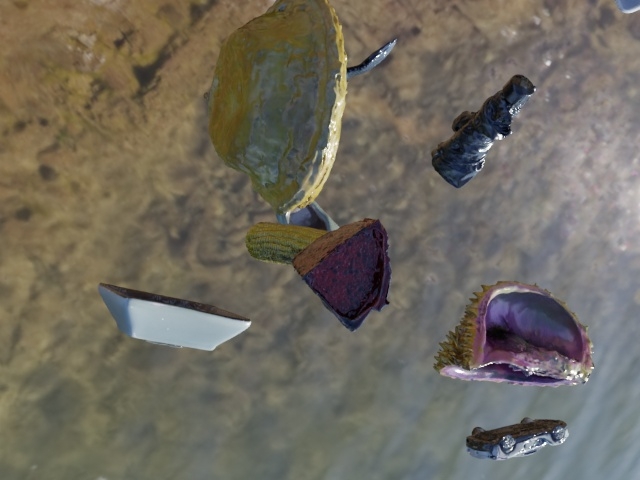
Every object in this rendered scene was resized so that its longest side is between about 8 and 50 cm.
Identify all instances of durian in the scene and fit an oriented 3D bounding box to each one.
[{"bbox_3d":[0.294,0.146,1.229,0.261,0.154,0.186,26,74,-26],"label":"durian"}]

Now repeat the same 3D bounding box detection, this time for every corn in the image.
[{"bbox_3d":[-0.048,0.008,1.367,0.072,0.203,0.071,-8,101,-48],"label":"corn"}]

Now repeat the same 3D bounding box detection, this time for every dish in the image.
[{"bbox_3d":[-0.272,0.145,1.444,0.243,0.182,0.080,14,87,-30],"label":"dish"}]

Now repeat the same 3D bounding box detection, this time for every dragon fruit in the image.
[{"bbox_3d":[0.049,0.040,1.224,0.161,0.127,0.120,-40,110,7],"label":"dragon fruit"}]

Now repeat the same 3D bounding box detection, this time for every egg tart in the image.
[{"bbox_3d":[-0.073,-0.194,1.104,0.128,0.319,0.318,1,120,-27],"label":"egg tart"}]

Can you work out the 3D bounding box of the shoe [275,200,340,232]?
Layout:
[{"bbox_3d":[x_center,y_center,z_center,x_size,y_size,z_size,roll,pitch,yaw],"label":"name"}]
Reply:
[{"bbox_3d":[0.000,0.000,1.751,0.103,0.100,0.251,-43,125,-1],"label":"shoe"}]

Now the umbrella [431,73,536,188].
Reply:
[{"bbox_3d":[0.236,-0.165,1.157,0.071,0.080,0.224,-39,172,-31],"label":"umbrella"}]

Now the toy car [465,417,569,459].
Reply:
[{"bbox_3d":[0.167,0.166,0.671,0.093,0.041,0.025,-4,90,-24],"label":"toy car"}]

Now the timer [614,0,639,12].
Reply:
[{"bbox_3d":[0.583,-0.545,1.395,0.194,0.195,0.192,-20,117,32],"label":"timer"}]

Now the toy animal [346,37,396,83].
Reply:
[{"bbox_3d":[0.024,-0.256,1.271,0.220,0.108,0.062,-34,110,3],"label":"toy animal"}]
